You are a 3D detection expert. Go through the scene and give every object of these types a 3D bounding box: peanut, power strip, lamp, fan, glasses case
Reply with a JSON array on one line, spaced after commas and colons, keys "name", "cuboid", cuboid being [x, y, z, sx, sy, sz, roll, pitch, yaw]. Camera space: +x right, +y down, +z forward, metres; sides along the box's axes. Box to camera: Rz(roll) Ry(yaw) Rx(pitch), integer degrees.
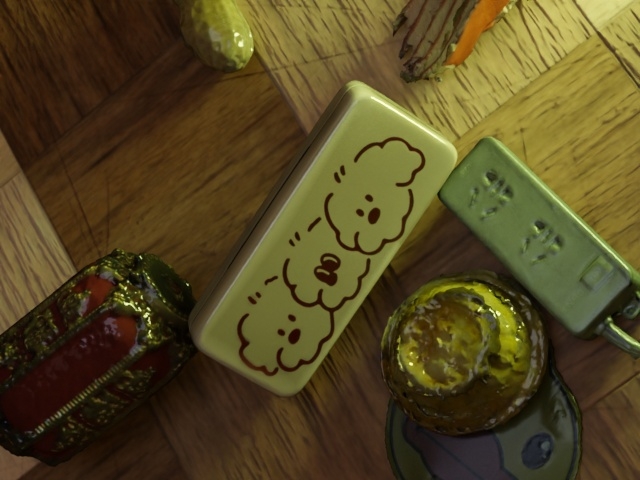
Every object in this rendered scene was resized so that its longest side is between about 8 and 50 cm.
[{"name": "peanut", "cuboid": [-0.137, -0.268, 2.038, 0.080, 0.080, 0.174, -34, 63, 16]}, {"name": "power strip", "cuboid": [0.245, 0.014, 1.805, 0.093, 0.053, 0.288, -48, 63, 9]}, {"name": "lamp", "cuboid": [-0.265, 0.132, 1.960, 0.274, 0.177, 0.177, -38, 66, 12]}, {"name": "fan", "cuboid": [0.146, 0.240, 1.827, 0.229, 0.011, 0.335, 37, 96, 28]}, {"name": "glasses case", "cuboid": [0.000, 0.000, 1.866, 0.144, 0.076, 0.336, 30, 99, -17]}]

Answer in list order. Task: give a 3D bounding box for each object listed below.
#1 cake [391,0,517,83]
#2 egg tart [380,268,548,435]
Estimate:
[{"name": "cake", "cuboid": [0.181, -0.283, 1.888, 0.287, 0.135, 0.098, -48, 67, 31]}, {"name": "egg tart", "cuboid": [0.144, 0.115, 1.814, 0.191, 0.074, 0.191, -6, 77, 26]}]
